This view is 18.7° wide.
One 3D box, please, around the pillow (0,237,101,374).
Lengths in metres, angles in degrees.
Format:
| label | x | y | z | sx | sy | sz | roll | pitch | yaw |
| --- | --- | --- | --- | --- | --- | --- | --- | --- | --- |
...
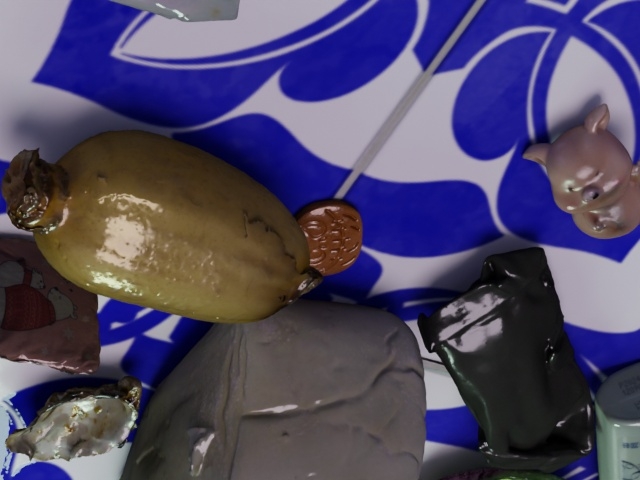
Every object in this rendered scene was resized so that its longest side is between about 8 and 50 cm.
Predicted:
| label | x | y | z | sx | sy | sz | roll | pitch | yaw |
| --- | --- | --- | --- | --- | --- | --- | --- | --- | --- |
| pillow | -0.310 | 0.048 | 1.663 | 0.248 | 0.135 | 0.049 | 11 | 141 | -24 |

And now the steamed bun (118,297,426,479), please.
| label | x | y | z | sx | sy | sz | roll | pitch | yaw |
| --- | --- | --- | --- | --- | --- | --- | --- | --- | --- |
| steamed bun | -0.044 | 0.246 | 1.857 | 0.247 | 0.236 | 0.383 | 12 | 130 | -27 |

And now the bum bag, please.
| label | x | y | z | sx | sy | sz | roll | pitch | yaw |
| --- | --- | --- | --- | --- | --- | --- | --- | --- | --- |
| bum bag | 0.185 | 0.126 | 1.918 | 0.142 | 0.079 | 0.326 | -25 | 133 | -2 |

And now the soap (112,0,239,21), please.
| label | x | y | z | sx | sy | sz | roll | pitch | yaw |
| --- | --- | --- | --- | --- | --- | --- | --- | --- | --- |
| soap | -0.162 | -0.310 | 1.328 | 0.302 | 0.159 | 0.258 | 11 | 133 | -27 |

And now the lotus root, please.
| label | x | y | z | sx | sy | sz | roll | pitch | yaw |
| --- | --- | --- | --- | --- | --- | --- | --- | --- | --- |
| lotus root | -0.134 | -0.012 | 1.652 | 0.303 | 0.131 | 0.146 | 20 | 103 | -31 |

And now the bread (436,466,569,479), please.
| label | x | y | z | sx | sy | sz | roll | pitch | yaw |
| --- | --- | --- | --- | --- | --- | --- | --- | --- | --- |
| bread | 0.176 | 0.302 | 2.097 | 0.228 | 0.033 | 0.228 | -6 | 146 | -4 |

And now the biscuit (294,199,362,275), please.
| label | x | y | z | sx | sy | sz | roll | pitch | yaw |
| --- | --- | --- | --- | --- | --- | --- | --- | --- | --- |
| biscuit | 0.000 | 0.000 | 1.782 | 0.078 | 0.015 | 0.091 | -9 | 135 | -7 |

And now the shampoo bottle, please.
| label | x | y | z | sx | sy | sz | roll | pitch | yaw |
| --- | --- | --- | --- | --- | --- | --- | --- | --- | --- |
| shampoo bottle | 0.368 | 0.268 | 2.103 | 0.134 | 0.078 | 0.359 | -23 | 136 | -10 |

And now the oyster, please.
| label | x | y | z | sx | sy | sz | roll | pitch | yaw |
| --- | --- | --- | --- | --- | --- | --- | --- | --- | --- |
| oyster | -0.229 | 0.167 | 1.860 | 0.148 | 0.051 | 0.103 | -19 | 148 | 16 |

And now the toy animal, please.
| label | x | y | z | sx | sy | sz | roll | pitch | yaw |
| --- | --- | --- | --- | --- | --- | --- | --- | --- | --- |
| toy animal | 0.247 | -0.051 | 1.762 | 0.083 | 0.089 | 0.150 | -37 | 132 | -7 |
